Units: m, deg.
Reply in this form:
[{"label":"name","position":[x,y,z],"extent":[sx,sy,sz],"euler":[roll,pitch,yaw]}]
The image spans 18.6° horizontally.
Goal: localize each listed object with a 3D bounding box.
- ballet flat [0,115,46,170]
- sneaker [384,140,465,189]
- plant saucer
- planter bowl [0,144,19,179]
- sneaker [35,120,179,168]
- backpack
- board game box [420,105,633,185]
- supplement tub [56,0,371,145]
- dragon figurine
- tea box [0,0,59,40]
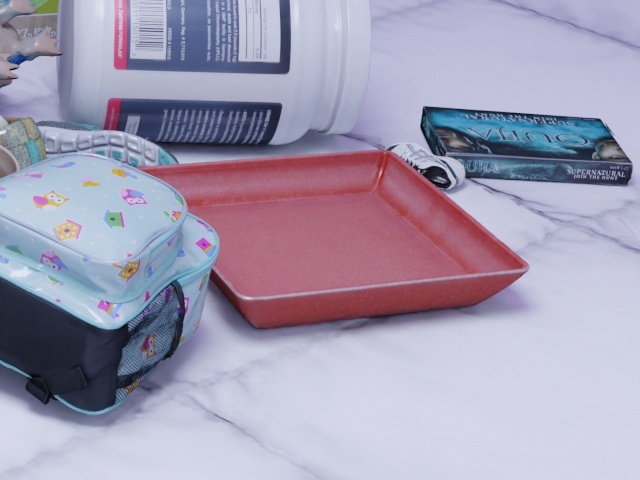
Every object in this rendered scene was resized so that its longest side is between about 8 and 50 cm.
[{"label":"ballet flat","position":[-0.379,-0.100,1.629],"extent":[0.348,0.123,0.123],"euler":[16,26,20]},{"label":"sneaker","position":[0.093,-0.069,1.820],"extent":[0.083,0.032,0.037],"euler":[15,25,19]},{"label":"plant saucer","position":[0.000,0.000,1.624],"extent":[0.259,0.048,0.258],"euler":[-5,26,-26]},{"label":"planter bowl","position":[-0.313,-0.009,1.484],"extent":[0.162,0.109,0.162],"euler":[6,24,-3]},{"label":"sneaker","position":[-0.198,-0.080,1.733],"extent":[0.166,0.065,0.076],"euler":[13,21,10]},{"label":"backpack","position":[-0.166,0.020,1.417],"extent":[0.165,0.144,0.188],"euler":[22,22,20]},{"label":"board game box","position":[0.199,-0.093,1.908],"extent":[0.186,0.026,0.126],"euler":[3,24,-10]},{"label":"supplement tub","position":[-0.104,-0.186,1.832],"extent":[0.272,0.191,0.191],"euler":[1,25,-14]},{"label":"dragon figurine","position":[-0.333,-0.154,1.764],"extent":[0.144,0.085,0.289],"euler":[-31,6,26]},{"label":"tea box","position":[-0.307,-0.415,2.122],"extent":[0.220,0.324,0.329],"euler":[-6,28,-25]}]
